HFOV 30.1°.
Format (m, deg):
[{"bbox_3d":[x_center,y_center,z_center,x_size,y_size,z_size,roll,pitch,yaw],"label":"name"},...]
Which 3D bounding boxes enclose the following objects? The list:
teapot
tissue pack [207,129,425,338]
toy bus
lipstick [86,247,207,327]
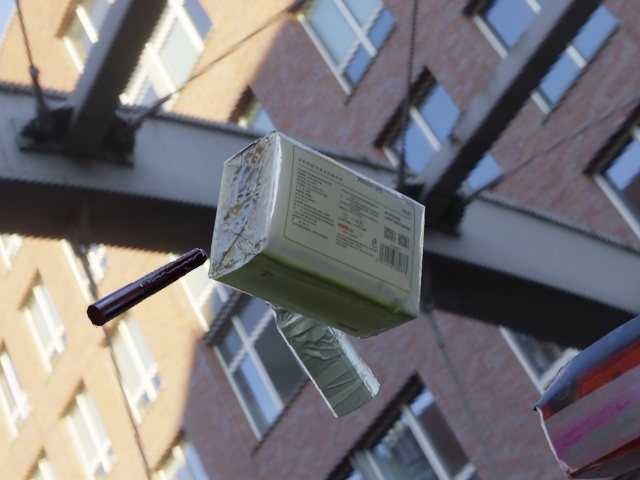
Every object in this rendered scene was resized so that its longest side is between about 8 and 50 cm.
[{"bbox_3d":[0.013,0.143,1.704,0.107,0.200,0.077,-30,8,20],"label":"teapot"},{"bbox_3d":[0.000,0.000,1.368,0.234,0.159,0.125,23,-31,-33],"label":"tissue pack"},{"bbox_3d":[0.411,0.184,1.471,0.127,0.147,0.303,10,-35,-36],"label":"toy bus"},{"bbox_3d":[-0.182,0.046,1.286,0.176,0.027,0.027,-32,-20,-49],"label":"lipstick"}]
